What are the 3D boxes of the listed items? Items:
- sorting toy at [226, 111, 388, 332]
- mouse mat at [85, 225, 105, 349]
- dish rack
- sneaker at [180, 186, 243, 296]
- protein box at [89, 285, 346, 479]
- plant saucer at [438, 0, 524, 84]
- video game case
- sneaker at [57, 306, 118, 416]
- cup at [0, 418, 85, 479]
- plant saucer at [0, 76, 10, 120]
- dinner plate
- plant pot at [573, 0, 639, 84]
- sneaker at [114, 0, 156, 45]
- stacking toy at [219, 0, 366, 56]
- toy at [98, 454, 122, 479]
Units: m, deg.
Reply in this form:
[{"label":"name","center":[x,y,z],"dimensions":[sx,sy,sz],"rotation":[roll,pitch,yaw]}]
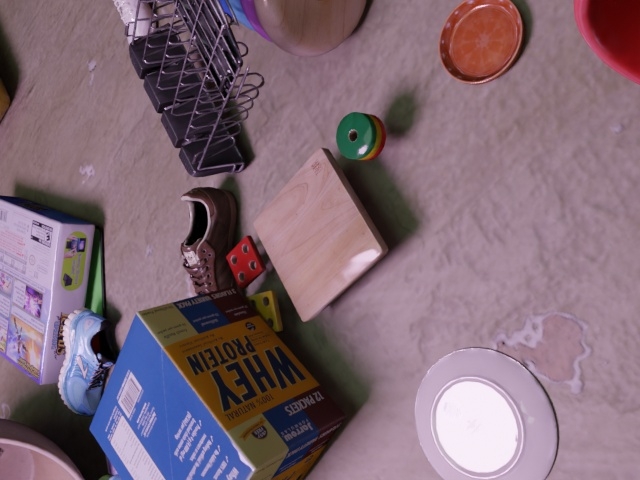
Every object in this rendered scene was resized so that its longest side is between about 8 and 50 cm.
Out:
[{"label":"sorting toy","center":[0.000,0.000,0.697],"dimensions":[0.274,0.046,0.132],"rotation":[-45,63,34]},{"label":"mouse mat","center":[-0.384,0.077,1.024],"dimensions":[0.152,0.007,0.190],"rotation":[-6,86,38]},{"label":"dish rack","center":[-0.134,-0.201,0.702],"dimensions":[0.208,0.074,0.271],"rotation":[61,153,9]},{"label":"sneaker","center":[-0.143,0.029,0.796],"dimensions":[0.066,0.071,0.189],"rotation":[-8,84,37]},{"label":"protein box","center":[-0.119,0.198,0.706],"dimensions":[0.201,0.136,0.200],"rotation":[45,124,25]},{"label":"plant saucer","center":[0.150,-0.188,0.611],"dimensions":[0.083,0.013,0.084],"rotation":[0,89,38]},{"label":"video game case","center":[-0.466,0.068,1.045],"dimensions":[0.269,0.061,0.245],"rotation":[16,98,41]},{"label":"sneaker","center":[-0.332,0.182,0.946],"dimensions":[0.073,0.063,0.162],"rotation":[9,104,22]},{"label":"cup","center":[-0.503,0.392,0.948],"dimensions":[0.237,0.331,0.331],"rotation":[-158,76,-65]},{"label":"plant saucer","center":[-0.702,-0.267,1.235],"dimensions":[0.333,0.081,0.333],"rotation":[-44,64,28]},{"label":"dinner plate","center":[0.146,0.171,0.604],"dimensions":[0.141,0.017,0.141],"rotation":[-2,86,39]},{"label":"plant pot","center":[0.305,-0.217,0.352],"dimensions":[0.274,0.275,0.243],"rotation":[15,87,37]},{"label":"sneaker","center":[-0.270,-0.337,0.913],"dimensions":[0.053,0.061,0.152],"rotation":[-13,82,35]},{"label":"stacking toy","center":[-0.100,-0.315,0.748],"dimensions":[0.330,0.141,0.141],"rotation":[33,108,41]},{"label":"toy","center":[-0.219,0.326,0.858],"dimensions":[0.237,0.056,0.137],"rotation":[-19,78,36]}]
